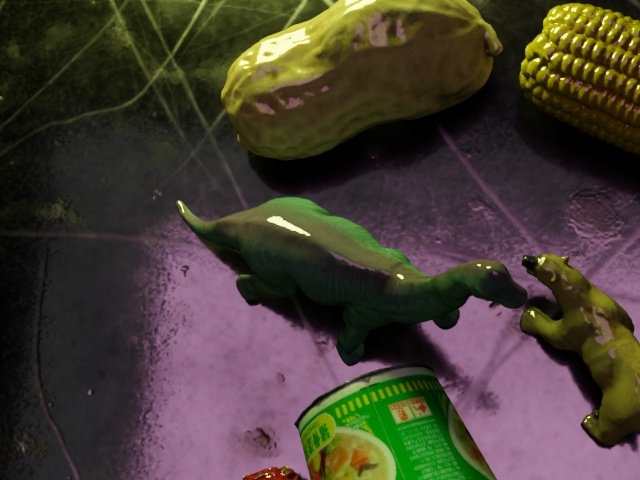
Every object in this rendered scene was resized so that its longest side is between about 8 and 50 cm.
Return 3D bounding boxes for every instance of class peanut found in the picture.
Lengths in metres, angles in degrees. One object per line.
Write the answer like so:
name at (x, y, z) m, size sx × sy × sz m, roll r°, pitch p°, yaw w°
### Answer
peanut at (0.037, -0.186, 1.196) m, size 0.291 × 0.159 × 0.143 m, roll -19°, pitch 47°, yaw 1°

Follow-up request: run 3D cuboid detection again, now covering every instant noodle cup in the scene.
instant noodle cup at (0.084, 0.247, 1.057) m, size 0.207 × 0.207 × 0.233 m, roll -23°, pitch 64°, yaw 0°

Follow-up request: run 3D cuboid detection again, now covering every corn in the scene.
corn at (0.366, -0.127, 1.155) m, size 0.344 × 0.131 × 0.131 m, roll 28°, pitch 79°, yaw 11°

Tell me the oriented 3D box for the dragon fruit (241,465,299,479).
dragon fruit at (-0.064, 0.308, 1.102) m, size 0.094 × 0.094 × 0.191 m, roll 8°, pitch 87°, yaw 9°

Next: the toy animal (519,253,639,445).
toy animal at (0.271, 0.103, 1.110) m, size 0.103 × 0.101 × 0.219 m, roll -30°, pitch 73°, yaw -1°

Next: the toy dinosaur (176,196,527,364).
toy dinosaur at (0.000, 0.000, 1.052) m, size 0.383 × 0.331 × 0.129 m, roll 26°, pitch 76°, yaw 11°
